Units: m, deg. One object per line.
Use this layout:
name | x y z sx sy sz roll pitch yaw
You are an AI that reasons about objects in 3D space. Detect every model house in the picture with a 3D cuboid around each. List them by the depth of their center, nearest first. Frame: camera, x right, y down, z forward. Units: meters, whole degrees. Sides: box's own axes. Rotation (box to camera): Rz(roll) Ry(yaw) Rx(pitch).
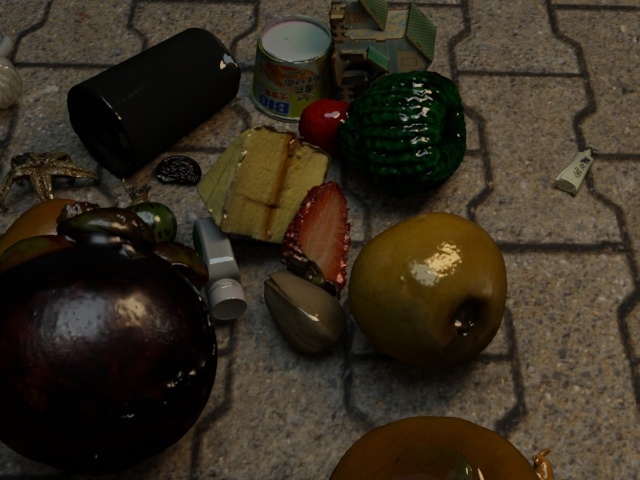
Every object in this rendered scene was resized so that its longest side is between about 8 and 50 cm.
model house | 0.135 -0.394 2.003 0.206 0.271 0.178 0 40 9

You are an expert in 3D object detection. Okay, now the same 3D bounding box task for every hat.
hat | 0.110 -0.206 1.914 0.332 0.242 0.274 -1 10 26

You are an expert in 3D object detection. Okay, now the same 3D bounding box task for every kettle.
kettle | -0.344 -0.283 1.990 0.308 0.262 0.203 -39 97 -32

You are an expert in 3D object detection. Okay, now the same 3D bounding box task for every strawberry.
strawberry | -0.005 0.002 1.784 0.087 0.167 0.208 -17 33 38

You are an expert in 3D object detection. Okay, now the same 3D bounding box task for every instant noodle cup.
instant noodle cup | -0.057 -0.377 2.067 0.205 0.153 0.205 0 50 0

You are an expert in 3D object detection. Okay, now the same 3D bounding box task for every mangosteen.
mangosteen | -0.342 0.158 1.500 0.381 0.381 0.421 0 38 -1

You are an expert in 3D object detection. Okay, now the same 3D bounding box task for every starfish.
starfish | -0.531 -0.114 1.896 0.190 0.074 0.146 -1 45 -4

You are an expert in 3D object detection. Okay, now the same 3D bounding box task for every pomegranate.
pomegranate | -0.330 -0.042 1.794 0.122 0.122 0.161 -13 92 -11

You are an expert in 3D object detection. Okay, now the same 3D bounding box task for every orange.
orange | 0.171 0.380 1.446 0.334 0.196 0.262 6 37 20

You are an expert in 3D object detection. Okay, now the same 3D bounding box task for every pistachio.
pistachio | -0.033 0.123 1.681 0.108 0.126 0.185 -51 53 0

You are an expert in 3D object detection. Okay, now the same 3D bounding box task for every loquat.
loquat | 0.180 0.077 1.624 0.275 0.275 0.275 1 51 -1

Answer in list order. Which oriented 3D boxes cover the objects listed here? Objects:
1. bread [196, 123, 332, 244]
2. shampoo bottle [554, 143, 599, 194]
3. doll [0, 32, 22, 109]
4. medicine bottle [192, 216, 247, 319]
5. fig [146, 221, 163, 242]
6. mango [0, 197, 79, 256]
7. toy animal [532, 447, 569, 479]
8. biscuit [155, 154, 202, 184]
bread | -0.077 -0.099 1.760 0.240 0.178 0.135 14 35 -46
shampoo bottle | 0.524 -0.150 1.969 0.049 0.034 0.141 22 52 23
doll | -0.718 -0.379 2.086 0.138 0.119 0.293 -24 49 -9
medicine bottle | -0.181 0.051 1.733 0.069 0.119 0.183 -10 52 -14
fig | -0.302 0.039 1.717 0.103 0.155 0.109 -1 15 -9
mango | -0.495 0.036 1.731 0.175 0.139 0.254 19 60 29
toy animal | 0.367 0.376 1.521 0.083 0.060 0.081 25 55 28
biscuit | -0.283 -0.137 1.944 0.087 0.027 0.089 -26 56 -22
